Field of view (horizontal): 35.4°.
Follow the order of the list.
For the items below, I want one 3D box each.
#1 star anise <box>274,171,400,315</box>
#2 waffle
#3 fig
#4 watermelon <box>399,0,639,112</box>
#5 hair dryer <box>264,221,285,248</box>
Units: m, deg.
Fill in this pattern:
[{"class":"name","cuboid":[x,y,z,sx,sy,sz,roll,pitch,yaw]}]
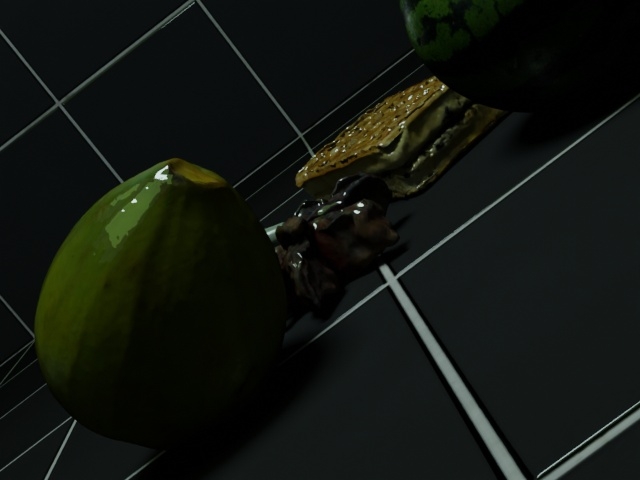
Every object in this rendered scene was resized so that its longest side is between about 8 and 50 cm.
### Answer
[{"class":"star anise","cuboid":[0.002,0.000,1.128,0.214,0.099,0.220,-52,15,-23]},{"class":"waffle","cuboid":[0.106,-0.137,1.389,0.213,0.091,0.308,-42,11,-21]},{"class":"fig","cuboid":[-0.143,0.053,0.936,0.239,0.239,0.271,-53,-22,-57]},{"class":"watermelon","cuboid":[0.226,-0.278,1.079,0.285,0.285,0.285,-36,10,8]},{"class":"hair dryer","cuboid":[-0.116,0.037,1.521,0.167,0.067,0.199,-31,21,5]}]
